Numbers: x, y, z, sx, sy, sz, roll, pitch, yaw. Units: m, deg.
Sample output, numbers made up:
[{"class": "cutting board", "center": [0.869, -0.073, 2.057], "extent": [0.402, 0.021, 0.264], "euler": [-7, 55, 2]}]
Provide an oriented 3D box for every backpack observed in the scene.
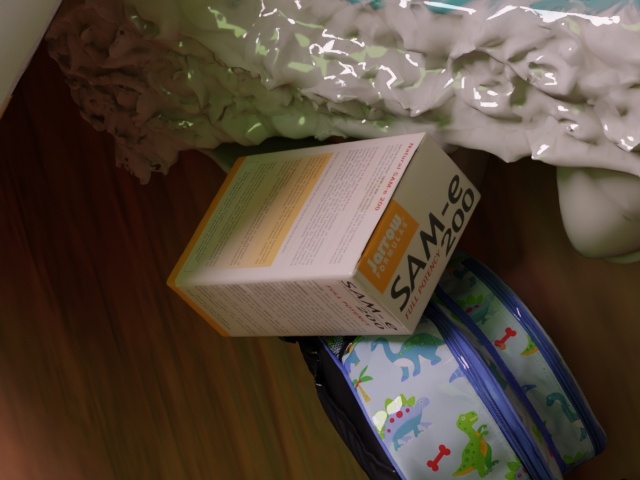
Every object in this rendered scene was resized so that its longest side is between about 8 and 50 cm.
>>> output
[{"class": "backpack", "center": [0.050, 0.062, 0.598], "extent": [0.084, 0.105, 0.114], "euler": [-32, 27, 0]}]

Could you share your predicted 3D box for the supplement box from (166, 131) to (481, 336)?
[{"class": "supplement box", "center": [0.000, 0.000, 0.589], "extent": [0.098, 0.036, 0.062], "euler": [-3, 49, 47]}]

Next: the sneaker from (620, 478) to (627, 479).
[{"class": "sneaker", "center": [0.085, 0.167, 0.610], "extent": [0.234, 0.078, 0.106], "euler": [-31, 100, 9]}]

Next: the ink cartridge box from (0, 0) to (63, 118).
[{"class": "ink cartridge box", "center": [-0.192, -0.105, 0.654], "extent": [0.272, 0.130, 0.309], "euler": [-59, 22, 15]}]

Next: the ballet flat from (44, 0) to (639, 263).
[{"class": "ballet flat", "center": [0.070, -0.062, 0.617], "extent": [0.409, 0.147, 0.147], "euler": [9, 92, 33]}]
